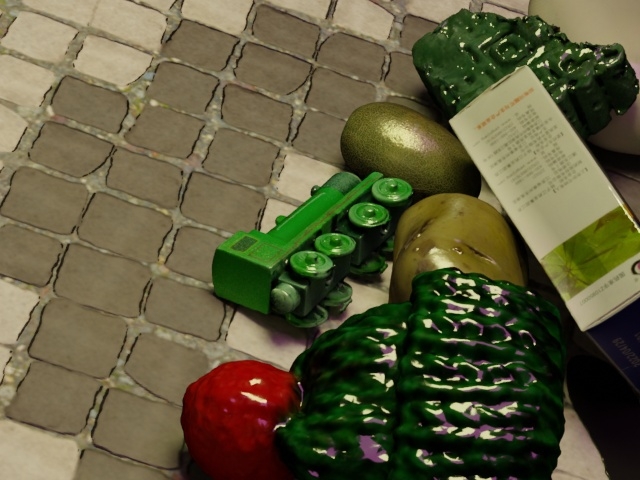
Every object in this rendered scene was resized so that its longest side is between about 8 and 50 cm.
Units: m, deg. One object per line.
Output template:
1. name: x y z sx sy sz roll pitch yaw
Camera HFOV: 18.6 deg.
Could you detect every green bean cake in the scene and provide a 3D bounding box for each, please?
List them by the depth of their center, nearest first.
1. green bean cake: 0.220 -0.188 2.163 0.193 0.107 0.208 -39 53 3

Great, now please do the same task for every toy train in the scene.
1. toy train: 0.000 0.000 1.952 0.119 0.085 0.251 19 34 22

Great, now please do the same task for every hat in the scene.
1. hat: 0.044 0.147 1.699 0.332 0.242 0.274 7 28 3

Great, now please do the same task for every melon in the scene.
1. melon: 0.097 -0.085 2.069 0.162 0.099 0.099 29 40 6

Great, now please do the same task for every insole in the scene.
1. insole: 0.295 0.198 1.911 0.080 0.003 0.232 4 43 -19

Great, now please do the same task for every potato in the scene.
1. potato: 0.136 0.043 1.901 0.137 0.154 0.200 6 32 2

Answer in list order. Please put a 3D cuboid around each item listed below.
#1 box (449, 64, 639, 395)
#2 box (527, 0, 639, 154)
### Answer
1. box: 0.267 -0.007 1.966 0.200 0.106 0.299 44 13 -53
2. box: 0.428 -0.211 2.322 0.349 0.141 0.288 4 42 -19
